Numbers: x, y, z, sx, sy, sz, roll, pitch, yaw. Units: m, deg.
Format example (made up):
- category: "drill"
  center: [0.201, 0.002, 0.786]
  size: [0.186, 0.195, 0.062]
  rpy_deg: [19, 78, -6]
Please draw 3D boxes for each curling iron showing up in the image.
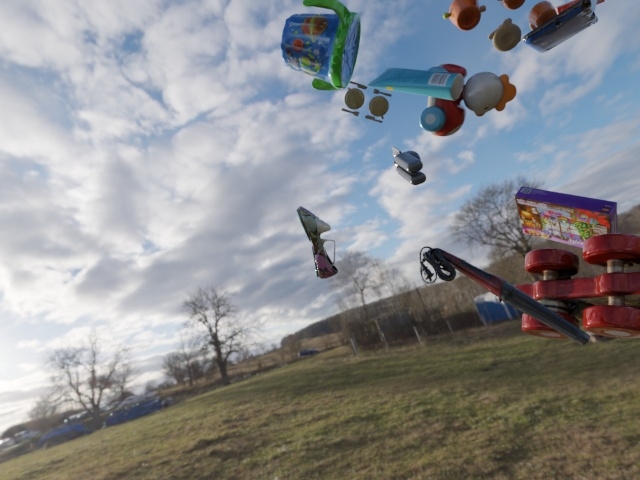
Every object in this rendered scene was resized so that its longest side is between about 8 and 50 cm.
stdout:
- category: "curling iron"
  center: [0.279, 0.087, 0.655]
  size: [0.068, 0.274, 0.035]
  rpy_deg: [-54, -22, -20]

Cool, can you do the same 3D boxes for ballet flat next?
- category: "ballet flat"
  center: [0.000, 0.000, 1.168]
  size: [0.079, 0.221, 0.077]
  rpy_deg: [-16, 9, 8]

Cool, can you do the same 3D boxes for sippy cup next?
- category: "sippy cup"
  center: [-0.004, -0.643, 1.368]
  size: [0.240, 0.224, 0.305]
  rpy_deg: [-57, -21, -56]

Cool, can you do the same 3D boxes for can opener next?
- category: "can opener"
  center: [0.277, -0.238, 1.247]
  size: [0.095, 0.075, 0.283]
  rpy_deg: [-19, 21, 3]

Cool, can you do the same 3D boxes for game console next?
- category: "game console"
  center: [0.719, -0.709, 1.210]
  size: [0.250, 0.173, 0.293]
  rpy_deg: [-25, -2, 39]

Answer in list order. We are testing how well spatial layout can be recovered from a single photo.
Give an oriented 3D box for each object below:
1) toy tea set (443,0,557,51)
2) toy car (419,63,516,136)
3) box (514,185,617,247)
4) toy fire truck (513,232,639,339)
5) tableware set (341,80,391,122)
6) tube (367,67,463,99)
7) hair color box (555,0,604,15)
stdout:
- category: "toy tea set"
  center: [0.569, -0.731, 1.308]
  size: [0.337, 0.124, 0.200]
  rpy_deg: [20, -47, -14]
- category: "toy car"
  center: [0.443, -0.411, 1.216]
  size: [0.238, 0.210, 0.219]
  rpy_deg: [11, 19, 30]
- category: "box"
  center: [0.820, -0.070, 1.383]
  size: [0.057, 0.293, 0.200]
  rpy_deg: [-50, -50, -15]
- category: "toy fire truck"
  center: [0.557, 0.118, 0.807]
  size: [0.254, 0.169, 0.302]
  rpy_deg: [20, -21, -21]
- category: "tableware set"
  center: [0.198, -0.591, 1.768]
  size: [0.039, 0.194, 0.128]
  rpy_deg: [-67, -5, -68]
- category: "tube"
  center: [0.209, -0.352, 0.913]
  size: [0.080, 0.207, 0.052]
  rpy_deg: [-43, -41, -27]
- category: "hair color box"
  center: [1.111, -1.013, 1.771]
  size: [0.168, 0.053, 0.093]
  rpy_deg: [-13, 22, 31]
